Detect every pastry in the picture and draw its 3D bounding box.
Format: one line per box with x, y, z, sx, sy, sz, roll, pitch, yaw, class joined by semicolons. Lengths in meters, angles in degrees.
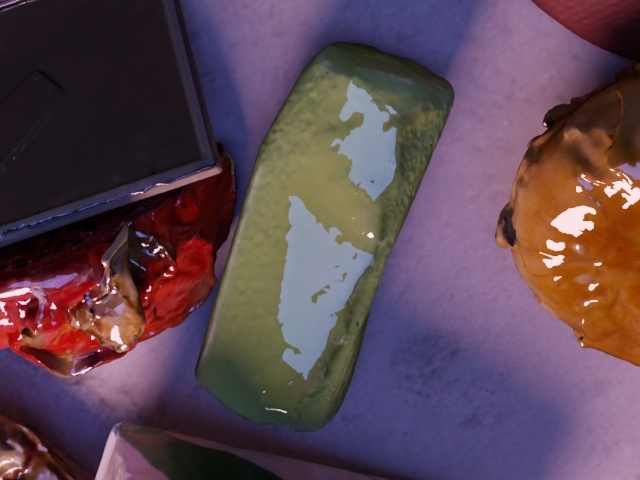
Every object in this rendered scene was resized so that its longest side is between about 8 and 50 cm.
0.313;-0.029;1.249;0.315;0.184;0.284;13;135;0;pastry

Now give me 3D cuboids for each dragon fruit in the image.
-0.209;0.053;1.279;0.317;0.205;0.152;-16;108;7;dragon fruit

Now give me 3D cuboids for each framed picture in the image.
-0.254;-0.108;1.249;0.315;0.024;0.232;-17;66;6;framed picture

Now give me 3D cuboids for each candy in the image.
0.000;0.000;1.303;0.142;0.132;0.343;26;106;18;candy

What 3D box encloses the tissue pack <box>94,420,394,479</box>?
-0.056;0.340;1.342;0.356;0.194;0.266;15;108;-22;tissue pack

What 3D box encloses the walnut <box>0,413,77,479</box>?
-0.319;0.246;1.380;0.204;0.141;0.238;-7;113;-17;walnut

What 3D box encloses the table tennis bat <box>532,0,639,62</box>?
0.214;-0.275;1.154;0.414;0.051;0.268;41;149;-21;table tennis bat
